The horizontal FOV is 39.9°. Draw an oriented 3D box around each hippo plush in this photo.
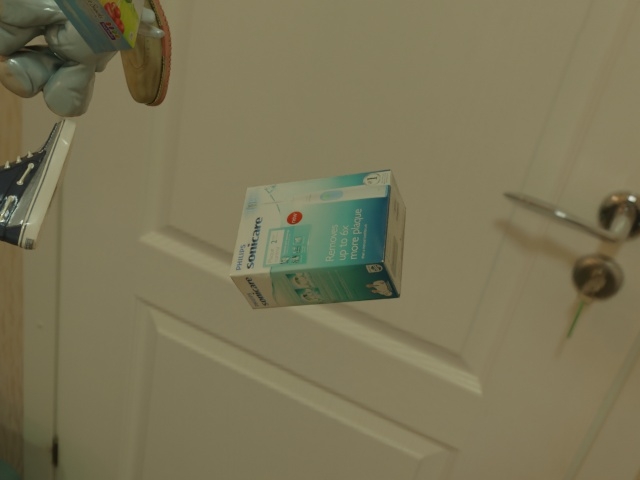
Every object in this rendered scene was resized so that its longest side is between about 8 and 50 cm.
[{"bbox_3d":[-0.408,-0.382,1.461,0.234,0.294,0.236,39,36,-23],"label":"hippo plush"}]

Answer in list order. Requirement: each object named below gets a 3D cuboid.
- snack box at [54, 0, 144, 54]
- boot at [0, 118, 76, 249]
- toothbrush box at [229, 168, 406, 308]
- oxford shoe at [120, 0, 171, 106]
[{"bbox_3d":[-0.306,-0.395,1.216,0.070,0.174,0.207,-4,62,16],"label":"snack box"},{"bbox_3d":[-0.354,-0.081,1.050,0.086,0.069,0.190,17,52,-12],"label":"boot"},{"bbox_3d":[0.000,0.000,1.652,0.296,0.126,0.216,-6,52,19],"label":"toothbrush box"},{"bbox_3d":[-0.385,-0.439,1.653,0.147,0.396,0.141,-24,23,-38],"label":"oxford shoe"}]
